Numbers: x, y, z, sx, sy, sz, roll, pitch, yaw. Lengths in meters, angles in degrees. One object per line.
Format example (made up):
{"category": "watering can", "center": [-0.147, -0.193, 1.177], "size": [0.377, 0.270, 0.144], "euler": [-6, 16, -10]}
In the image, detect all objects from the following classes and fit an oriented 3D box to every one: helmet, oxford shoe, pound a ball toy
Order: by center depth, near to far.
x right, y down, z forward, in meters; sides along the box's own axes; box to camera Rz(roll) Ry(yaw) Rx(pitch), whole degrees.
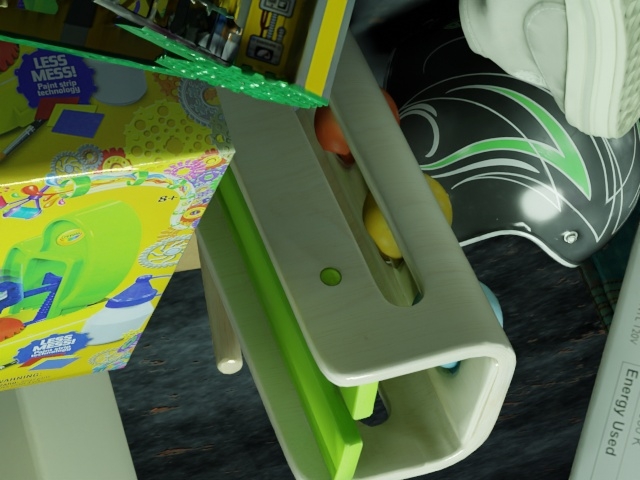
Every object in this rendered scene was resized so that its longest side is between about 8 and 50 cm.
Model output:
{"category": "oxford shoe", "center": [0.134, -0.195, 0.859], "size": [0.169, 0.130, 0.449], "euler": [-51, 163, -16]}
{"category": "pound a ball toy", "center": [0.000, 0.000, 1.050], "size": [0.135, 0.319, 0.208], "euler": [-12, 144, -17]}
{"category": "helmet", "center": [0.130, -0.067, 1.122], "size": [0.161, 0.169, 0.169], "euler": [-1, 165, 17]}

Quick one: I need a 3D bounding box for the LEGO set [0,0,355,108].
{"category": "LEGO set", "center": [-0.116, -0.179, 0.546], "size": [0.255, 0.192, 0.331], "euler": [14, 177, 39]}

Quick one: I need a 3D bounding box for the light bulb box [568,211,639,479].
{"category": "light bulb box", "center": [0.349, 0.160, 1.132], "size": [0.361, 0.358, 0.225], "euler": [15, 162, 11]}

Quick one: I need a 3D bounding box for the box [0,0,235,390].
{"category": "box", "center": [-0.233, -0.037, 0.891], "size": [0.290, 0.177, 0.279], "euler": [-10, 158, -22]}

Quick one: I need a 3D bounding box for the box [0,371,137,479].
{"category": "box", "center": [-0.200, 0.094, 1.113], "size": [0.094, 0.275, 0.113], "euler": [-25, 159, 22]}

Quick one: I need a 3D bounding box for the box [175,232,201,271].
{"category": "box", "center": [-0.056, -0.022, 1.306], "size": [0.201, 0.021, 0.164], "euler": [-8, 158, -25]}

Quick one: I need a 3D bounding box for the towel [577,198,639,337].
{"category": "towel", "center": [0.355, 0.044, 1.336], "size": [0.271, 0.370, 0.040], "euler": [-19, 152, 3]}
